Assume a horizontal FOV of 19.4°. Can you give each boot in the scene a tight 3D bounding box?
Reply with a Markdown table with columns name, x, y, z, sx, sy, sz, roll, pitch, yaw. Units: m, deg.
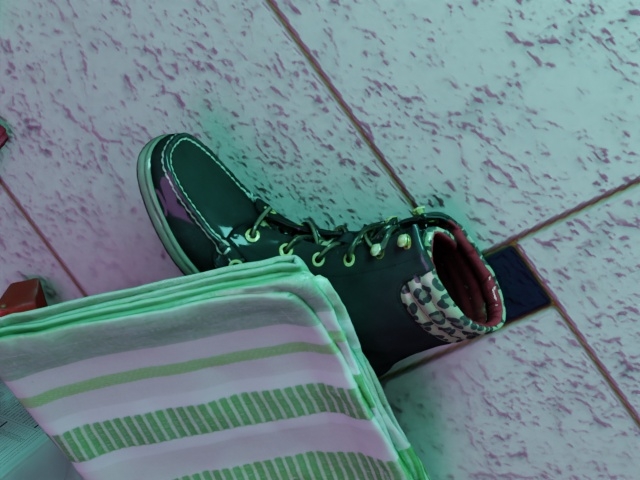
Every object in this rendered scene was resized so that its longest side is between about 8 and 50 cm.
| name | x | y | z | sx | sy | sz | roll | pitch | yaw |
| --- | --- | --- | --- | --- | --- | --- | --- | --- | --- |
| boot | 0.001 | 0.000 | 1.280 | 0.179 | 0.085 | 0.236 | -23 | 112 | 39 |

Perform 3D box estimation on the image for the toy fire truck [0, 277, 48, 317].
| name | x | y | z | sx | sy | sz | roll | pitch | yaw |
| --- | --- | --- | --- | --- | --- | --- | --- | --- | --- |
| toy fire truck | -0.188 | 0.090 | 1.427 | 0.135 | 0.192 | 0.047 | -9 | 119 | 6 |

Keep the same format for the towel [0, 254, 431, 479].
| name | x | y | z | sx | sy | sz | roll | pitch | yaw |
| --- | --- | --- | --- | --- | --- | --- | --- | --- | --- |
| towel | -0.065 | 0.140 | 1.318 | 0.248 | 0.038 | 0.325 | -12 | 137 | 15 |

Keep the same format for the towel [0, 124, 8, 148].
| name | x | y | z | sx | sy | sz | roll | pitch | yaw |
| --- | --- | --- | --- | --- | --- | --- | --- | --- | --- |
| towel | -0.395 | -0.091 | 1.469 | 0.275 | 0.031 | 0.199 | 37 | 116 | 0 |

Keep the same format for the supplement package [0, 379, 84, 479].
| name | x | y | z | sx | sy | sz | roll | pitch | yaw |
| --- | --- | --- | --- | --- | --- | --- | --- | --- | --- |
| supplement package | -0.308 | 0.212 | 1.570 | 0.203 | 0.149 | 0.194 | 18 | 121 | 23 |
